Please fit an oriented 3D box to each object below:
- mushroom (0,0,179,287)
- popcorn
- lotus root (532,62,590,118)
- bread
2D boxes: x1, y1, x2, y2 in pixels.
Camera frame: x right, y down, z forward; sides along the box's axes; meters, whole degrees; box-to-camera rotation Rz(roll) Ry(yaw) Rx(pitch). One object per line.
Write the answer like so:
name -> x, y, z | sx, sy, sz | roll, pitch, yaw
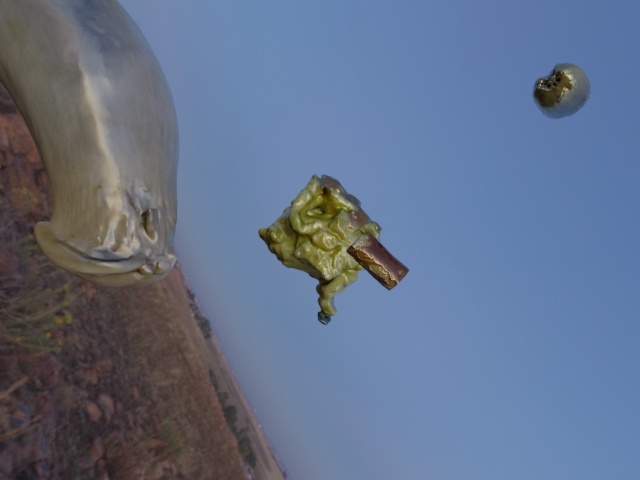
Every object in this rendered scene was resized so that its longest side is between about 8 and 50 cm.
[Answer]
mushroom -> -0.228, -0.144, 0.354 | 0.397, 0.177, 0.126 | 52, -24, 0
popcorn -> 0.006, -0.006, 0.968 | 0.293, 0.237, 0.293 | 44, 21, -22
lotus root -> 0.448, -0.270, 0.777 | 0.090, 0.183, 0.077 | -36, -108, 31
bread -> 0.076, 0.028, 0.565 | 0.083, 0.047, 0.036 | 44, -35, 0
